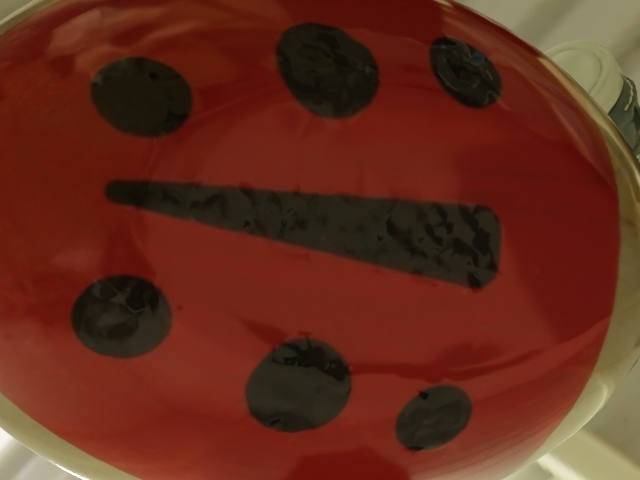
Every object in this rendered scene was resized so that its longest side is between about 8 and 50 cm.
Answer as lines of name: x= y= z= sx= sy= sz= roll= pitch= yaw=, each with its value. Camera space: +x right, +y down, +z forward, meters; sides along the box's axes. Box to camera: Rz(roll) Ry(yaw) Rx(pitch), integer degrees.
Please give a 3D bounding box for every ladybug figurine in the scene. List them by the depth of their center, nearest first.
ladybug figurine: x=0.000 y=0.000 z=1.017 sx=0.162 sy=0.449 sz=0.305 roll=-2 pitch=-95 yaw=63

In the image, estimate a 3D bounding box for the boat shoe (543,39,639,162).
boat shoe: x=0.105 y=0.009 z=1.331 sx=0.319 sy=0.099 sz=0.116 roll=-48 pitch=-142 yaw=-7
